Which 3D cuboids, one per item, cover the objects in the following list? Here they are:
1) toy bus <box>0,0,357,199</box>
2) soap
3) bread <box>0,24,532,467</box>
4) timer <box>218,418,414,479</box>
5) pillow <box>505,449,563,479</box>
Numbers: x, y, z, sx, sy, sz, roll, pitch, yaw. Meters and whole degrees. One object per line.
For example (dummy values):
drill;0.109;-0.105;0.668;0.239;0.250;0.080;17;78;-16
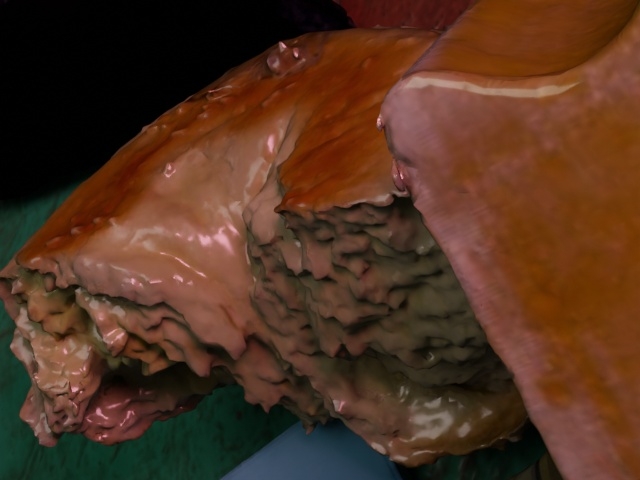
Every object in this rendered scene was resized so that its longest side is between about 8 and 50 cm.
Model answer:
toy bus;-0.157;-0.154;0.976;0.386;0.171;0.162;-17;53;41
soap;0.203;-0.013;0.604;0.169;0.339;0.304;-24;103;32
bread;-0.002;-0.002;0.748;0.314;0.171;0.192;-16;36;34
timer;-0.019;0.237;0.769;0.250;0.091;0.232;-38;49;14
pillow;0.161;0.136;0.617;0.212;0.052;0.208;-44;49;22
